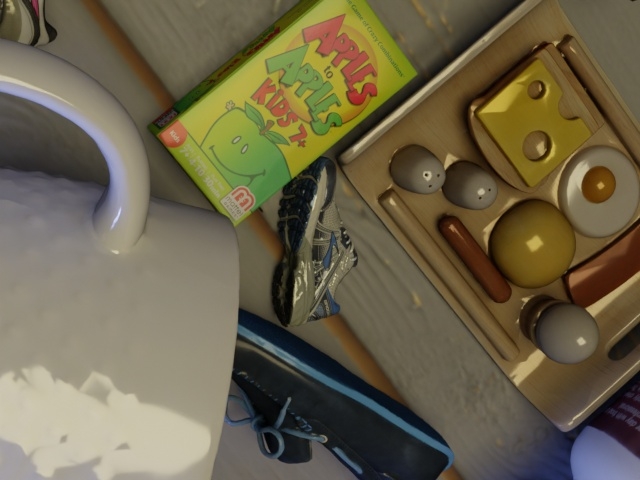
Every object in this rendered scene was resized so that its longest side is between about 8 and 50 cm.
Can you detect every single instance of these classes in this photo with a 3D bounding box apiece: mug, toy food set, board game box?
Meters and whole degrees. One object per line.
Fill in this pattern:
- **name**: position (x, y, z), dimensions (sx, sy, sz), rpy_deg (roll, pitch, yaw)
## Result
- **mug**: position (-0.231, 0.043, 0.816), dimensions (0.328, 0.276, 0.374), rpy_deg (12, 123, -15)
- **toy food set**: position (0.185, -0.025, 1.044), dimensions (0.220, 0.092, 0.306), rpy_deg (-41, 111, -4)
- **board game box**: position (-0.028, -0.104, 0.985), dimensions (0.181, 0.043, 0.092), rpy_deg (-40, 111, -5)

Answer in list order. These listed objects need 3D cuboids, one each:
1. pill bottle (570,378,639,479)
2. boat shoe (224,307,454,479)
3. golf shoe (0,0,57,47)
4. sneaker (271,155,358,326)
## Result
- **pill bottle**: position (0.349, 0.183, 1.075), dimensions (0.392, 0.224, 0.224), rpy_deg (-41, 111, -4)
- **boat shoe**: position (-0.008, 0.138, 1.018), dimensions (0.258, 0.109, 0.089), rpy_deg (35, 94, -19)
- **golf shoe**: position (-0.219, -0.218, 0.896), dimensions (0.086, 0.067, 0.186), rpy_deg (-10, 103, -48)
- **sneaker**: position (0.000, 0.000, 1.021), dimensions (0.058, 0.052, 0.135), rpy_deg (0, 111, -27)
